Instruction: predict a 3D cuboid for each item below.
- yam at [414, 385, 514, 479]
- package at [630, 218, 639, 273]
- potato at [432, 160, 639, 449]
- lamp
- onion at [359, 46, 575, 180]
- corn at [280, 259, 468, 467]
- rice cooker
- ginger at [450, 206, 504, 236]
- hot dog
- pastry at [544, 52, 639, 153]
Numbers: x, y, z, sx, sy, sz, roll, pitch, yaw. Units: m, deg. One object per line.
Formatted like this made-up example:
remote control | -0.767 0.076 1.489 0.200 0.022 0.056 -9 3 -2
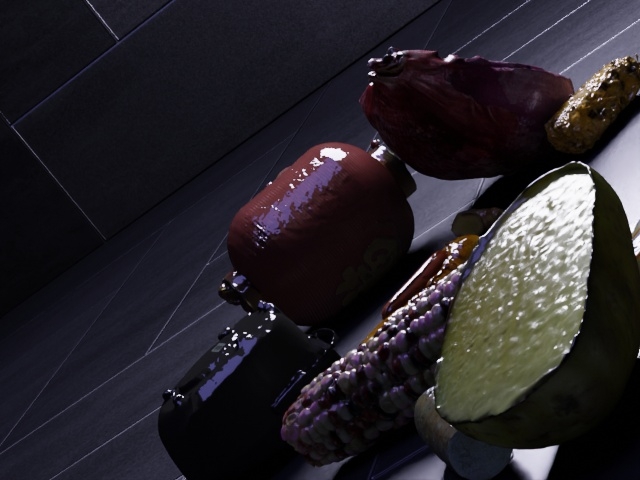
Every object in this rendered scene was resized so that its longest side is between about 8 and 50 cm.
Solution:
yam | 0.109 0.148 1.453 0.054 0.054 0.132 -39 11 -3
package | 0.248 0.024 1.565 0.120 0.031 0.108 -42 9 11
potato | 0.180 0.064 1.400 0.160 0.111 0.272 -41 22 32
lamp | 0.000 0.000 2.158 0.258 0.180 0.180 -42 11 -8
onion | 0.144 -0.133 2.089 0.227 0.120 0.283 -12 -17 40
corn | 0.087 0.105 1.630 0.280 0.092 0.092 -38 10 23
rice cooker | -0.068 0.152 1.850 0.203 0.118 0.142 -45 11 -14
ginger | 0.164 -0.019 2.036 0.048 0.030 0.097 -13 3 -21
hot dog | 0.095 0.063 1.873 0.216 0.047 0.066 -46 10 -34
pastry | 0.298 -0.145 2.049 0.140 0.056 0.080 -41 4 -23
